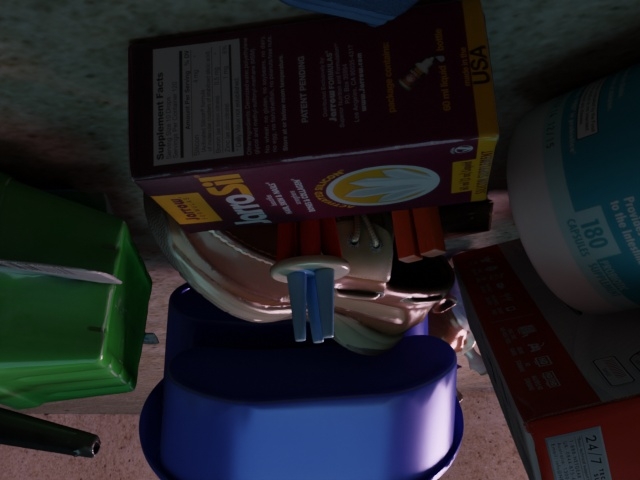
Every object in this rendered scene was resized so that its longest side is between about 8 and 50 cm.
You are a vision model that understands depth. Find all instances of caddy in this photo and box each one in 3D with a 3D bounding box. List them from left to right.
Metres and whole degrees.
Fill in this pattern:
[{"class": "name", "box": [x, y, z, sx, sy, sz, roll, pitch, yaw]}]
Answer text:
[{"class": "caddy", "box": [-0.017, 0.156, 0.812, 0.341, 0.241, 0.179, -2, 120, -8]}]

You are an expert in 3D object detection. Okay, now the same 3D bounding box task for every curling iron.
[{"class": "curling iron", "box": [-0.302, 0.132, 0.602, 0.274, 0.035, 0.068, 14, 162, 6]}]

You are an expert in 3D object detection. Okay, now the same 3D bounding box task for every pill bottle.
[{"class": "pill bottle", "box": [0.250, -0.051, 0.435, 0.146, 0.146, 0.264, 11, 157, -43]}]

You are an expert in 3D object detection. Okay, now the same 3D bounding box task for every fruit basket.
[{"class": "fruit basket", "box": [-0.318, 0.028, 0.624, 0.353, 0.165, 0.327, 12, 162, -1]}]

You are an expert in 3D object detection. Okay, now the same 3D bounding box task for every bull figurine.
[{"class": "bull figurine", "box": [0.111, 0.115, 0.977, 0.310, 0.188, 0.101, -6, -150, 35]}]

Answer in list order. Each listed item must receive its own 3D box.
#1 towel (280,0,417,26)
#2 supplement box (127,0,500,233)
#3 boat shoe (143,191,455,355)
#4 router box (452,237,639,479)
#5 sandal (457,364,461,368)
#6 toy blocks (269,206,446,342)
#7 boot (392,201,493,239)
[{"class": "towel", "box": [0.027, -0.125, 0.314, 0.067, 0.029, 0.119, 6, 170, -23]}, {"class": "supplement box", "box": [-0.001, -0.064, 0.441, 0.188, 0.081, 0.104, -6, 164, 7]}, {"class": "boat shoe", "box": [0.000, 0.000, 0.628, 0.116, 0.123, 0.324, -34, 147, 23]}, {"class": "router box", "box": [0.270, 0.055, 0.573, 0.301, 0.082, 0.335, -15, -167, 6]}, {"class": "sandal", "box": [0.176, 0.128, 1.098, 0.169, 0.102, 0.416, 8, 158, -35]}, {"class": "toy blocks", "box": [0.027, -0.011, 0.509, 0.123, 0.148, 0.054, -4, 164, 1]}, {"class": "boot", "box": [0.120, -0.006, 0.760, 0.114, 0.037, 0.106, -16, 163, 21]}]
